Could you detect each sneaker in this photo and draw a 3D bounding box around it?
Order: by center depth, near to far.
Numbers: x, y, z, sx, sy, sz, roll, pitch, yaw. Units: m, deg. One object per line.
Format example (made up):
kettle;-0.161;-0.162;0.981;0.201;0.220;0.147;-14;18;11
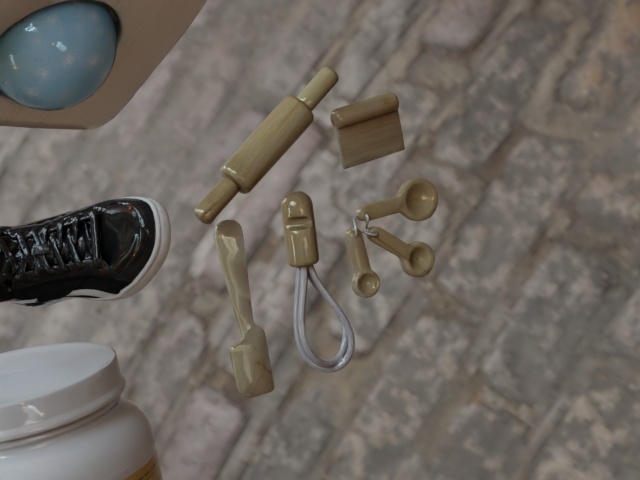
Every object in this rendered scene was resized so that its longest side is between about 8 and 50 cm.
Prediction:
sneaker;-0.229;0.016;1.386;0.217;0.121;0.079;-19;75;44

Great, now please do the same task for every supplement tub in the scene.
supplement tub;-0.243;0.268;1.512;0.228;0.228;0.316;0;106;45

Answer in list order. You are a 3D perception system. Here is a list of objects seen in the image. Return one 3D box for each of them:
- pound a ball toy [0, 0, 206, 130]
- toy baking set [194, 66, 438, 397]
pound a ball toy;-0.170;-0.131;0.580;0.208;0.319;0.136;-46;62;32
toy baking set;-0.003;-0.006;1.347;0.256;0.197;0.030;-45;20;-18
